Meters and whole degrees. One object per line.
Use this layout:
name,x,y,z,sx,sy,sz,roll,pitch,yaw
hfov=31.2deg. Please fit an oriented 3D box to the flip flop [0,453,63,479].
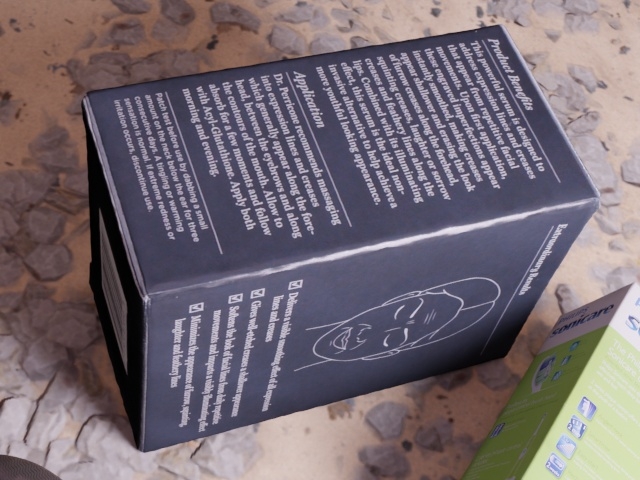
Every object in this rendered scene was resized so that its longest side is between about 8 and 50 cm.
flip flop,-0.335,0.260,0.959,0.277,0.080,0.112,-19,65,-4

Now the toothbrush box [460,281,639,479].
toothbrush box,0.261,0.214,1.023,0.206,0.122,0.283,42,59,-7

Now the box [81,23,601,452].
box,0.000,0.000,1.052,0.396,0.293,0.212,-12,60,-17
